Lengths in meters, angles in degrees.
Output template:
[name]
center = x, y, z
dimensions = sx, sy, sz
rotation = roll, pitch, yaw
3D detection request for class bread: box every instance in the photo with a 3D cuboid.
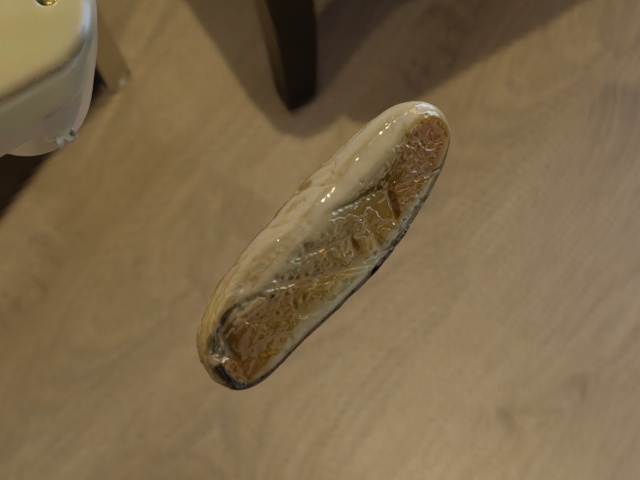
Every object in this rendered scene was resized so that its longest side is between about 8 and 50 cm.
[bread]
center = 0.000, 0.001, 1.031
dimensions = 0.214, 0.073, 0.053
rotation = -49, 34, -12

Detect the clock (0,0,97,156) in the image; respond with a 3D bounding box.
[clock]
center = -0.275, -0.127, 0.729
dimensions = 0.284, 0.114, 0.309
rotation = -31, 79, -16
